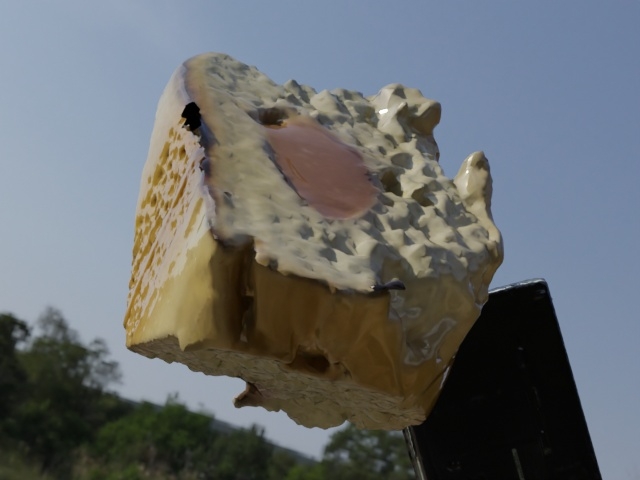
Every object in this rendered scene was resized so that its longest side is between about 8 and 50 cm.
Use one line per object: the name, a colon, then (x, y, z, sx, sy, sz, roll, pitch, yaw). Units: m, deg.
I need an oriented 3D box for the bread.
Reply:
bread: (0.003, -0.011, 0.606, 0.183, 0.224, 0.211, 12, -10, -17)

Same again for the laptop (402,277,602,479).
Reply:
laptop: (0.143, 0.146, 0.920, 0.153, 0.207, 0.026, -13, -6, -10)
